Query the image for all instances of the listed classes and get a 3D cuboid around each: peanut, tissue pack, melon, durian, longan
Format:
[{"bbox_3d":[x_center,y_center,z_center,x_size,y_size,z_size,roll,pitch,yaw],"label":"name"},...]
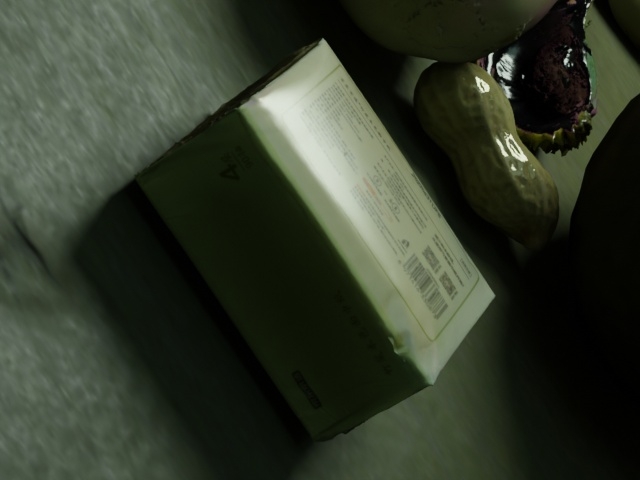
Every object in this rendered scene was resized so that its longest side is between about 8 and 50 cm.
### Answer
[{"bbox_3d":[0.145,-0.072,1.682,0.187,0.082,0.082,59,33,-6],"label":"peanut"},{"bbox_3d":[0.000,0.000,1.386,0.234,0.125,0.159,55,32,-8],"label":"tissue pack"},{"bbox_3d":[0.114,-0.280,1.655,0.223,0.223,0.317,47,35,-22],"label":"melon"},{"bbox_3d":[0.193,-0.130,1.797,0.108,0.119,0.186,82,11,-53],"label":"durian"},{"bbox_3d":[0.409,0.009,1.709,0.391,0.391,0.391,33,43,-37],"label":"longan"}]

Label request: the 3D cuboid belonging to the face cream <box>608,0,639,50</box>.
[{"bbox_3d":[0.369,-0.340,2.176,0.173,0.081,0.348,30,44,-31],"label":"face cream"}]
